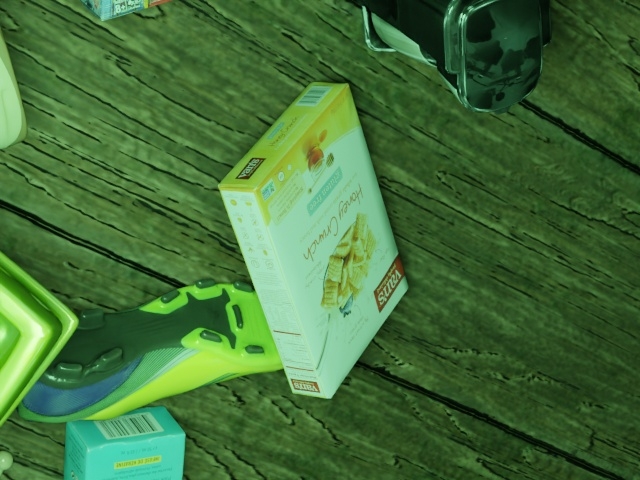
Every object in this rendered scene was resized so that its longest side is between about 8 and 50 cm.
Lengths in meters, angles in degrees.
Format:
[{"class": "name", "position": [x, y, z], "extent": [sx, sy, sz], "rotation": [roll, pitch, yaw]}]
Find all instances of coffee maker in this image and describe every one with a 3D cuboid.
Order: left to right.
[{"class": "coffee maker", "position": [0.106, -0.214, 1.582], "extent": [0.120, 0.178, 0.171], "rotation": [-39, 126, -8]}]

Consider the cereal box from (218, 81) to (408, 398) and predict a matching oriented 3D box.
[{"class": "cereal box", "position": [0.000, 0.000, 1.662], "extent": [0.173, 0.047, 0.240], "rotation": [-52, 135, -40]}]

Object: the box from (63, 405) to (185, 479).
[{"class": "box", "position": [-0.192, 0.283, 1.738], "extent": [0.101, 0.060, 0.244], "rotation": [-7, 116, -26]}]

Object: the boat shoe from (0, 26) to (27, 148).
[{"class": "boat shoe", "position": [-0.328, -0.201, 1.391], "extent": [0.123, 0.123, 0.342], "rotation": [-25, 129, -18]}]

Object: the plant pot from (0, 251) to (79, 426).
[{"class": "plant pot", "position": [-0.337, 0.082, 1.433], "extent": [0.228, 0.207, 0.227], "rotation": [38, 95, 3]}]

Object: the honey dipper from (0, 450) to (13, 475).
[{"class": "honey dipper", "position": [-0.324, 0.265, 1.677], "extent": [0.030, 0.030, 0.160], "rotation": [26, 97, -35]}]

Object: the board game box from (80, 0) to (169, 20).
[{"class": "board game box", "position": [-0.117, -0.302, 1.490], "extent": [0.194, 0.060, 0.194], "rotation": [-20, 122, -19]}]

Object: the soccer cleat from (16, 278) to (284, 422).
[{"class": "soccer cleat", "position": [-0.149, 0.108, 1.676], "extent": [0.289, 0.093, 0.121], "rotation": [-7, 147, -30]}]
